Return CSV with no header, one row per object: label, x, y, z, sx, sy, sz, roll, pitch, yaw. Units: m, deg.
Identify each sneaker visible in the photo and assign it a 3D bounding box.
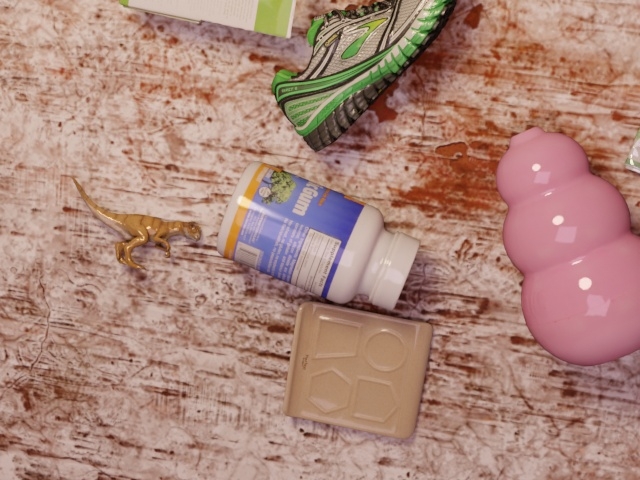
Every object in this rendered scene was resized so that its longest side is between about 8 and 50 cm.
sneaker,0.064,-0.283,1.638,0.146,0.134,0.343,45,107,-3

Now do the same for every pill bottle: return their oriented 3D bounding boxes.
pill bottle,0.000,0.000,1.711,0.272,0.152,0.152,21,107,4

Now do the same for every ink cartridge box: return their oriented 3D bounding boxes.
ink cartridge box,-0.137,-0.397,1.652,0.255,0.097,0.189,14,106,11

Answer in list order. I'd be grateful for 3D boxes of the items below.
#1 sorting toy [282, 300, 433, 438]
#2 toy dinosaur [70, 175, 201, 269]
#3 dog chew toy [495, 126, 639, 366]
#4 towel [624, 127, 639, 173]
sorting toy,0.057,0.197,1.815,0.208,0.038,0.193,9,106,3
toy dinosaur,-0.290,-0.017,1.814,0.211,0.064,0.112,14,88,-3
dog chew toy,0.347,0.001,1.633,0.206,0.206,0.332,-24,92,15
towel,0.507,-0.150,1.651,0.113,0.023,0.152,22,107,3
